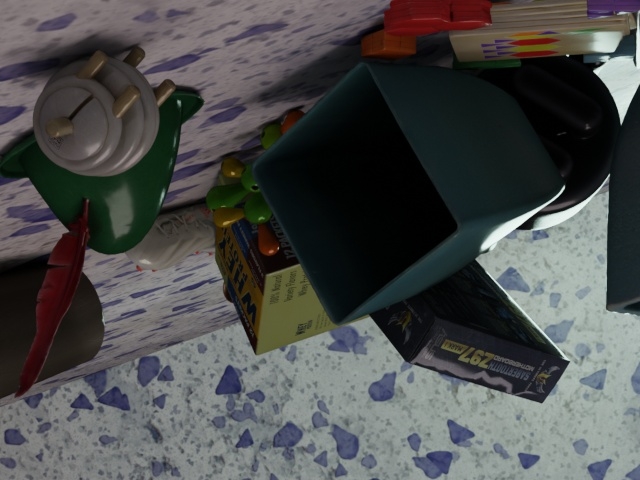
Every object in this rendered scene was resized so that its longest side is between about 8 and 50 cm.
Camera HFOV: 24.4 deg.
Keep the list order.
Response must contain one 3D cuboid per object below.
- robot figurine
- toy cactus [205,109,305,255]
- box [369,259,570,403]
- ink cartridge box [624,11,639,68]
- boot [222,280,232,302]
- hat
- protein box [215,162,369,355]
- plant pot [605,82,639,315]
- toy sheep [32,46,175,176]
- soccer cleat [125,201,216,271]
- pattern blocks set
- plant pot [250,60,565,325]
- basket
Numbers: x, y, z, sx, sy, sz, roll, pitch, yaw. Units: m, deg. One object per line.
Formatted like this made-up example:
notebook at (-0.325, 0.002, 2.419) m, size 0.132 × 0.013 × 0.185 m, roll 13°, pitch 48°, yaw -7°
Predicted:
robot figurine at (0.224, -0.100, 1.554) m, size 0.209 × 0.173 × 0.278 m, roll -20°, pitch 173°, yaw 0°
toy cactus at (-0.011, -0.074, 1.488) m, size 0.219 × 0.112 × 0.180 m, roll -37°, pitch 174°, yaw 37°
box at (0.114, 0.057, 1.463) m, size 0.183 × 0.232 × 0.059 m, roll 18°, pitch 111°, yaw -36°
ink cartridge box at (0.356, -0.234, 1.317) m, size 0.176 × 0.069 × 0.371 m, roll -20°, pitch 176°, yaw 11°
boot at (-0.035, 0.030, 1.909) m, size 0.220 × 0.109 × 0.283 m, roll -37°, pitch 179°, yaw -32°
hat at (-0.159, -0.001, 1.216) m, size 0.173 × 0.183 × 0.208 m, roll -14°, pitch 171°, yaw -41°
protein box at (0.000, 0.000, 1.653) m, size 0.201 × 0.136 × 0.200 m, roll -18°, pitch 154°, yaw -16°
plant pot at (0.425, -0.072, 1.389) m, size 0.247 × 0.252 × 0.248 m, roll 7°, pitch 161°, yaw -31°
toy sheep at (-0.151, -0.085, 1.003) m, size 0.091 × 0.091 × 0.132 m, roll -22°, pitch 178°, yaw 22°
soccer cleat at (-0.154, -0.012, 1.702) m, size 0.076 × 0.068 × 0.196 m, roll -39°, pitch 167°, yaw 29°
pattern blocks set at (0.175, -0.170, 1.187) m, size 0.285 × 0.026 × 0.325 m, roll -3°, pitch 179°, yaw 0°
plant pot at (0.098, -0.051, 1.319) m, size 0.234 × 0.165 × 0.166 m, roll -11°, pitch 157°, yaw -49°
basket at (-0.375, 0.110, 1.692) m, size 0.227 × 0.154 × 0.204 m, roll -18°, pitch 175°, yaw -46°
